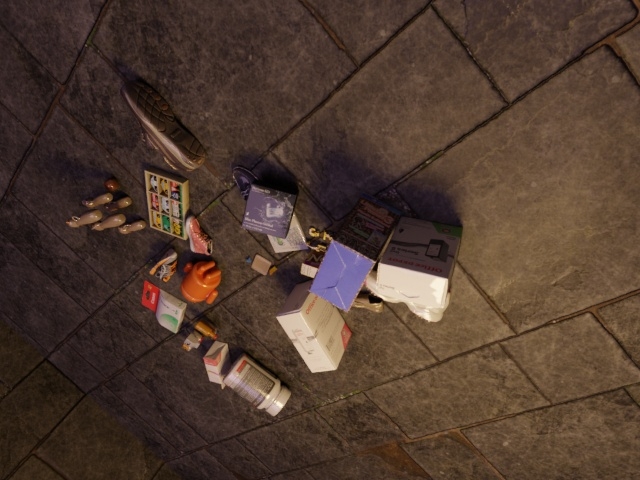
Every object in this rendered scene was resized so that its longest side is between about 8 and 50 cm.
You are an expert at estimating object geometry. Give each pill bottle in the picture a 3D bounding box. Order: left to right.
[{"bbox_3d":[-0.286,0.654,2.276,0.283,0.161,0.161,38,130,-3],"label":"pill bottle"}]

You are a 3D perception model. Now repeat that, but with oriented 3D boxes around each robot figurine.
[{"bbox_3d":[-0.491,0.168,2.055,0.158,0.128,0.219,27,132,-22],"label":"robot figurine"}]

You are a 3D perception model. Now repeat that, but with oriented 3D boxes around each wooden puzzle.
[{"bbox_3d":[-0.228,0.094,1.952,0.116,0.014,0.078,35,126,-2],"label":"wooden puzzle"}]

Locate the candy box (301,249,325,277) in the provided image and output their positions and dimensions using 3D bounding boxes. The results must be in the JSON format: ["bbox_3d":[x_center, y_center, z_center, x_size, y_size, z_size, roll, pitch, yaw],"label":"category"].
[{"bbox_3d":[0.038,0.096,1.764,0.187,0.109,0.053,19,128,13],"label":"candy box"}]

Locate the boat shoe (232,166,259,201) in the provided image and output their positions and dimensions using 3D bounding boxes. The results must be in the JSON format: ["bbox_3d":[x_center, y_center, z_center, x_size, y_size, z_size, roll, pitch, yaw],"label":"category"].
[{"bbox_3d":[-0.237,-0.164,1.739,0.075,0.065,0.206,-28,108,37],"label":"boat shoe"}]

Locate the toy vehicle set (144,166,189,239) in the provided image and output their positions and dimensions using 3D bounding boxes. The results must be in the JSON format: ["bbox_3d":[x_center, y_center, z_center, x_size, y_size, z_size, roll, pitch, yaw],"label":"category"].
[{"bbox_3d":[-0.586,-0.139,1.941,0.166,0.035,0.266,19,129,12],"label":"toy vehicle set"}]

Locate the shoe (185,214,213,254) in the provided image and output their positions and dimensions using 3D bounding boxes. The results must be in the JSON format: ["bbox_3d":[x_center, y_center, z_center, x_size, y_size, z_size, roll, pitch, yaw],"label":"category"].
[{"bbox_3d":[-0.466,-0.019,1.956,0.081,0.063,0.178,14,133,14],"label":"shoe"}]

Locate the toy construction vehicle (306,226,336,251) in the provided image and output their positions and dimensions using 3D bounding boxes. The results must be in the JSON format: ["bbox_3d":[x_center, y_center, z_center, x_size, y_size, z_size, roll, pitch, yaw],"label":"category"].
[{"bbox_3d":[0.000,0.000,1.762,0.098,0.035,0.085,20,129,12],"label":"toy construction vehicle"}]

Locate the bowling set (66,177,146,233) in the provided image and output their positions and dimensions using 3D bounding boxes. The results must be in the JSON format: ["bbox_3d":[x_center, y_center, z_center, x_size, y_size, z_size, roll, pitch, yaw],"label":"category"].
[{"bbox_3d":[-0.847,-0.135,2.006,0.154,0.287,0.199,-15,73,25],"label":"bowling set"}]

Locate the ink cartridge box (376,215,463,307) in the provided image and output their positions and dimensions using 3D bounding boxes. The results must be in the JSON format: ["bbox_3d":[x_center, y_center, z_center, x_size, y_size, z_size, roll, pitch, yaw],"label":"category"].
[{"bbox_3d":[0.300,0.056,1.504,0.199,0.273,0.114,12,127,17],"label":"ink cartridge box"}]

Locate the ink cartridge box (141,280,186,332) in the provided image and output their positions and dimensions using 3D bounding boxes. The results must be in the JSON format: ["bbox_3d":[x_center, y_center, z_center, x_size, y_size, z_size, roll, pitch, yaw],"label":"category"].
[{"bbox_3d":[-0.734,0.306,2.316,0.225,0.056,0.181,27,130,3],"label":"ink cartridge box"}]

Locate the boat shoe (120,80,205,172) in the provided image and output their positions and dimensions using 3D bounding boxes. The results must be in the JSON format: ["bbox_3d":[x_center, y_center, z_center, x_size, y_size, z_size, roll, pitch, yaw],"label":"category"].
[{"bbox_3d":[-0.553,-0.368,1.703,0.130,0.132,0.355,-28,107,37],"label":"boat shoe"}]

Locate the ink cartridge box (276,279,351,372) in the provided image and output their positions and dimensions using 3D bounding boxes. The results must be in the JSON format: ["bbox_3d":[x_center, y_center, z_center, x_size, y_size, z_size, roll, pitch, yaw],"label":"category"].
[{"bbox_3d":[-0.018,0.315,1.880,0.117,0.207,0.283,-17,114,31],"label":"ink cartridge box"}]

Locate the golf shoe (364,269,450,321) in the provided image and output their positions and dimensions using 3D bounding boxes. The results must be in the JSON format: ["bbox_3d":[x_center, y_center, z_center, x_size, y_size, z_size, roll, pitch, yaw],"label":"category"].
[{"bbox_3d":[0.293,0.154,1.697,0.306,0.115,0.140,24,120,-1],"label":"golf shoe"}]

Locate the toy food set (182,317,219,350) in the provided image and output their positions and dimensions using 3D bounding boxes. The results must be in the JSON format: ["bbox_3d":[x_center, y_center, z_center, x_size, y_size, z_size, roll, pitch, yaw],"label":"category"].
[{"bbox_3d":[-0.530,0.434,2.268,0.105,0.111,0.232,37,128,-2],"label":"toy food set"}]

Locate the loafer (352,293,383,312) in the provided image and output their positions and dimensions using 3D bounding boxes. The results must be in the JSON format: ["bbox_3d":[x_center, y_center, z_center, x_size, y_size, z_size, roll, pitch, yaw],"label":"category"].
[{"bbox_3d":[0.161,0.215,1.828,0.148,0.056,0.050,14,127,4],"label":"loafer"}]

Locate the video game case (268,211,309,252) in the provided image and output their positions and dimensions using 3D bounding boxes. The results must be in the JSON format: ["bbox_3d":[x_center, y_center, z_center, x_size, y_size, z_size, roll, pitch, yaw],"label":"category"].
[{"bbox_3d":[-0.130,-0.030,1.813,0.143,0.019,0.157,-7,119,29],"label":"video game case"}]

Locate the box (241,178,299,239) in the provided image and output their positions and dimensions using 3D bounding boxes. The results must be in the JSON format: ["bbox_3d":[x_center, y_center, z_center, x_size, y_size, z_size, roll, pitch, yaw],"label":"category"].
[{"bbox_3d":[-0.168,-0.105,1.679,0.156,0.093,0.158,15,105,-1],"label":"box"}]

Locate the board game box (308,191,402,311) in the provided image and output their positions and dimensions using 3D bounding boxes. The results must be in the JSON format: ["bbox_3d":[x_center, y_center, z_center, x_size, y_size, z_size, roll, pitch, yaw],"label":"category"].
[{"bbox_3d":[0.110,0.032,1.564,0.141,0.291,0.232,29,129,6],"label":"board game box"}]

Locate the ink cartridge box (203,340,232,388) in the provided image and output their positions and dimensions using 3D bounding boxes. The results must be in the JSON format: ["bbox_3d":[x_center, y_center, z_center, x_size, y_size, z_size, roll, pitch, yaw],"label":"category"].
[{"bbox_3d":[-0.472,0.580,2.342,0.067,0.115,0.198,8,125,19],"label":"ink cartridge box"}]

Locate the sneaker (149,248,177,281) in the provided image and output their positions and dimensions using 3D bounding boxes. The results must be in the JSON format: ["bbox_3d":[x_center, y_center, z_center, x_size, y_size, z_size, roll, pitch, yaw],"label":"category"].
[{"bbox_3d":[-0.640,0.105,2.116,0.083,0.084,0.215,42,139,-11],"label":"sneaker"}]
